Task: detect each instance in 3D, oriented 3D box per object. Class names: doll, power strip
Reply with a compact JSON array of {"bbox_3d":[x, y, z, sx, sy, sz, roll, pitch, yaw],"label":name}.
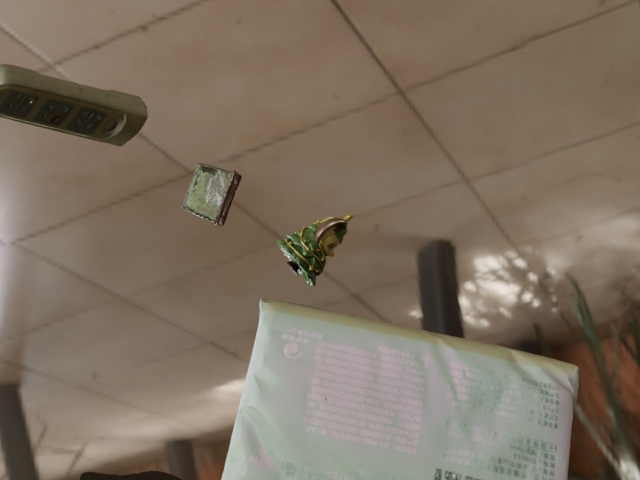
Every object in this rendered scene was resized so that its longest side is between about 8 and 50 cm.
[{"bbox_3d":[-0.010,-0.004,1.436,0.076,0.113,0.078,31,171,8],"label":"doll"},{"bbox_3d":[-0.378,-0.199,1.540,0.285,0.048,0.080,12,132,-47],"label":"power strip"}]

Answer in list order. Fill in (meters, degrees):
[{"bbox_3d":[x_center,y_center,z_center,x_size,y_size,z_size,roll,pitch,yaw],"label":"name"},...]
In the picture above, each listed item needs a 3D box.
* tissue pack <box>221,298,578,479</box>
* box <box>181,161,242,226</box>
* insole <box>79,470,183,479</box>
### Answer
[{"bbox_3d":[0.086,0.280,1.284,0.404,0.332,0.205,13,152,-1],"label":"tissue pack"},{"bbox_3d":[-0.160,-0.070,1.541,0.063,0.085,0.060,20,-179,5],"label":"box"},{"bbox_3d":[-0.271,0.377,1.575,0.003,0.080,0.232,-47,146,17],"label":"insole"}]
